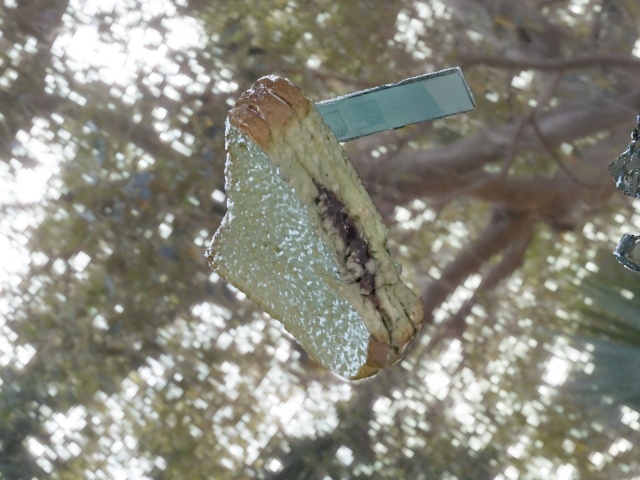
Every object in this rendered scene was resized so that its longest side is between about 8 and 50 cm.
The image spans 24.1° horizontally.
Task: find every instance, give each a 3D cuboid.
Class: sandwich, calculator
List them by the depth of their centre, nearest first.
[{"bbox_3d":[0.003,-0.003,1.546,0.099,0.254,0.288,-40,-22,-30],"label":"sandwich"},{"bbox_3d":[0.079,-0.144,1.609,0.057,0.172,0.018,61,-150,-32],"label":"calculator"}]

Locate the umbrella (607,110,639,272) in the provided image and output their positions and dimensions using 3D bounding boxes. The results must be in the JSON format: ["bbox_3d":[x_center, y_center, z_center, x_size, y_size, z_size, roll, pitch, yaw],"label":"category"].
[{"bbox_3d":[0.411,-0.123,1.635,0.349,0.143,0.094,-63,-4,-5],"label":"umbrella"}]
